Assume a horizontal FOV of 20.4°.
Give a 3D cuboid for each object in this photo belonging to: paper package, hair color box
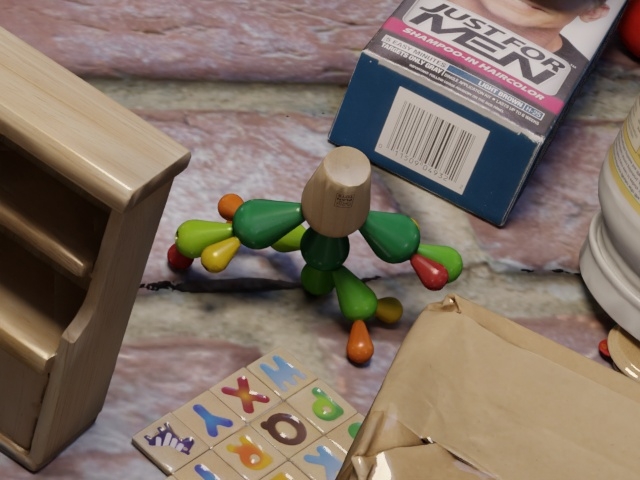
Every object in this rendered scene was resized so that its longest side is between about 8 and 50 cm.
[{"bbox_3d":[0.127,0.238,0.950,0.309,0.325,0.168,25,41,4],"label":"paper package"},{"bbox_3d":[0.157,-0.173,1.615,0.174,0.105,0.347,27,39,7],"label":"hair color box"}]

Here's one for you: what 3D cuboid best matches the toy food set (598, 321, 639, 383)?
[{"bbox_3d":[0.264,0.093,1.424,0.082,0.020,0.083,0,44,-24],"label":"toy food set"}]

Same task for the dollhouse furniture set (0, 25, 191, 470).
[{"bbox_3d":[-0.276,0.080,1.008,0.362,0.256,0.394,33,40,14],"label":"dollhouse furniture set"}]

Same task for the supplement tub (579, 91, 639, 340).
[{"bbox_3d":[0.364,-0.076,1.397,0.241,0.331,0.241,18,32,-11],"label":"supplement tub"}]

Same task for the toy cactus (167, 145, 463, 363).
[{"bbox_3d":[0.000,0.000,1.299,0.219,0.180,0.112,15,59,0],"label":"toy cactus"}]

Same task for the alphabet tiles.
[{"bbox_3d":[-0.033,0.179,1.201,0.198,0.009,0.237,39,42,20],"label":"alphabet tiles"}]

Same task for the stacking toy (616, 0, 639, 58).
[{"bbox_3d":[0.390,-0.143,1.683,0.141,0.141,0.330,-8,40,-31],"label":"stacking toy"}]
